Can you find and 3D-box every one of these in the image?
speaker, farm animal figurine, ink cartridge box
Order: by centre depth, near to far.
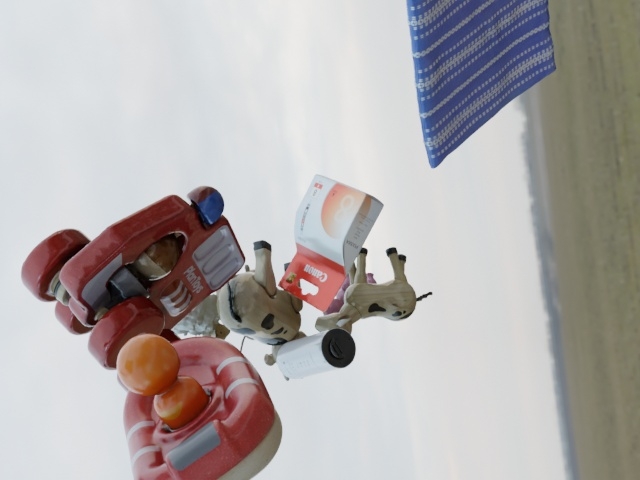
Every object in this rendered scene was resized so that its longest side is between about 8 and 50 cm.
[{"bbox_3d":[-0.007,0.155,1.536,0.136,0.055,0.055,-26,67,59],"label":"speaker"},{"bbox_3d":[0.000,0.000,1.649,0.045,0.145,0.179,32,-93,-35],"label":"ink cartridge box"},{"bbox_3d":[-0.040,0.119,1.756,0.327,0.330,0.172,21,-125,-42],"label":"farm animal figurine"}]

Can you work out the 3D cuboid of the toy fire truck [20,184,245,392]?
[{"bbox_3d":[-0.218,0.043,1.452,0.169,0.254,0.302,41,167,21],"label":"toy fire truck"}]

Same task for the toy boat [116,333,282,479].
[{"bbox_3d":[-0.139,0.152,1.093,0.151,0.151,0.231,55,177,-19],"label":"toy boat"}]

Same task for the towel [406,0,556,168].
[{"bbox_3d":[0.176,-0.272,1.196,0.243,0.040,0.336,-40,-45,-32],"label":"towel"}]
